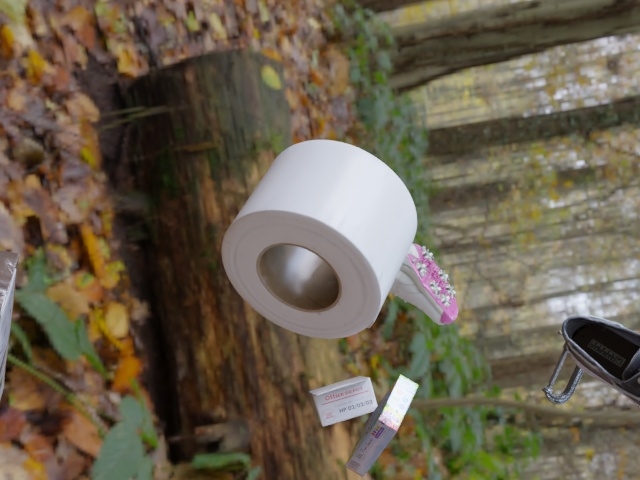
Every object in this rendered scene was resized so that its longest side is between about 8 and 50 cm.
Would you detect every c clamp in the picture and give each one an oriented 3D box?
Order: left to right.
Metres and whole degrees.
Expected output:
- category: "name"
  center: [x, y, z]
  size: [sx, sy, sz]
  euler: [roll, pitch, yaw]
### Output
- category: "c clamp"
  center: [0.501, 0.264, 2.070]
  size: [0.022, 0.137, 0.160]
  euler: [29, -76, 48]

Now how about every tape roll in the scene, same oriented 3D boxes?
- category: "tape roll"
  center: [0.000, 0.000, 1.451]
  size: [0.169, 0.246, 0.246]
  euler: [-59, 147, -43]

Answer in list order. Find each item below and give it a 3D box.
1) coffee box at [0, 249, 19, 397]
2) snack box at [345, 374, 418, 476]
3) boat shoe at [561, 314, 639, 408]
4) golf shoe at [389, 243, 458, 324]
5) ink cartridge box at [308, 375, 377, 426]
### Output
- category: "coffee box"
  center: [-0.533, 0.142, 1.421]
  size: [0.118, 0.168, 0.297]
  euler: [-90, -163, -46]
- category: "snack box"
  center: [0.093, 0.282, 1.524]
  size: [0.100, 0.037, 0.141]
  euler: [-58, 177, -45]
- category: "boat shoe"
  center: [0.498, 0.198, 1.514]
  size: [0.301, 0.108, 0.102]
  euler: [34, -6, 39]
- category: "golf shoe"
  center: [0.131, 0.051, 1.888]
  size: [0.306, 0.140, 0.115]
  euler: [50, 25, 8]
- category: "ink cartridge box"
  center: [0.040, 0.283, 1.768]
  size: [0.181, 0.104, 0.061]
  euler: [116, -43, -82]
